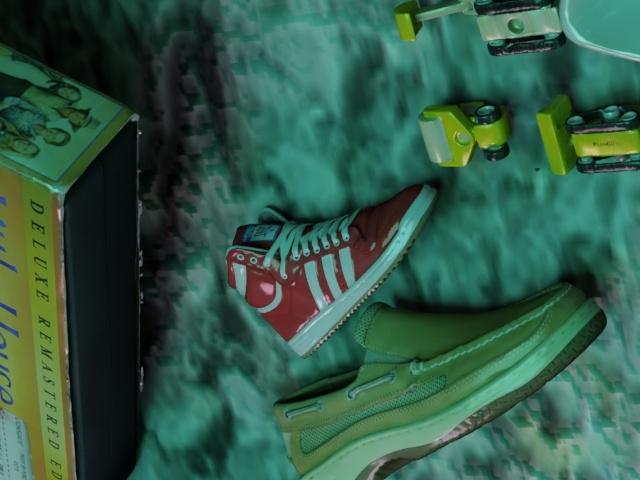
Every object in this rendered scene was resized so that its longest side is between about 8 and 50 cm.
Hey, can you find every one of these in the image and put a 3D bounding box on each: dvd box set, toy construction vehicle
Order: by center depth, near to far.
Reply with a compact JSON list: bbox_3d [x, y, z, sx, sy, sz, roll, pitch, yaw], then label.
[{"bbox_3d":[0.085,-0.068,0.657,0.098,0.035,0.086,-4,123,31],"label":"toy construction vehicle"},{"bbox_3d":[-0.279,-0.038,0.771,0.420,0.062,0.307,26,146,13],"label":"dvd box set"}]

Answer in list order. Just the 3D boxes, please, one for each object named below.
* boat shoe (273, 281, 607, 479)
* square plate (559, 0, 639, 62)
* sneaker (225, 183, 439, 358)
[{"bbox_3d":[0.043,0.059,0.721,0.190,0.068,0.072,-36,84,35],"label":"boat shoe"},{"bbox_3d":[0.270,-0.187,0.491,0.344,0.049,0.347,17,121,18],"label":"square plate"},{"bbox_3d":[0.000,0.000,0.724,0.067,0.042,0.118,41,127,-1],"label":"sneaker"}]
